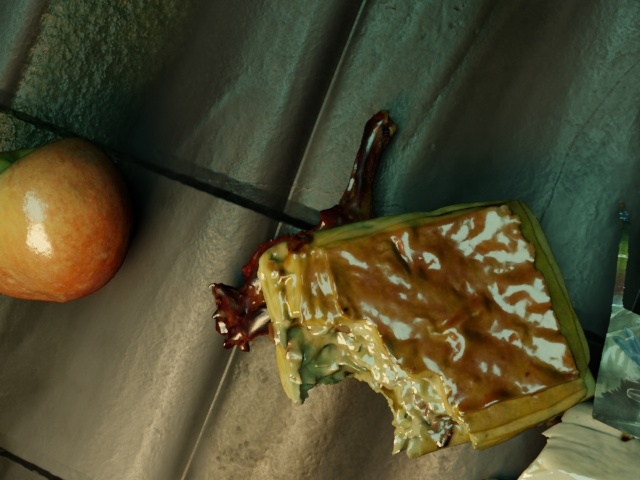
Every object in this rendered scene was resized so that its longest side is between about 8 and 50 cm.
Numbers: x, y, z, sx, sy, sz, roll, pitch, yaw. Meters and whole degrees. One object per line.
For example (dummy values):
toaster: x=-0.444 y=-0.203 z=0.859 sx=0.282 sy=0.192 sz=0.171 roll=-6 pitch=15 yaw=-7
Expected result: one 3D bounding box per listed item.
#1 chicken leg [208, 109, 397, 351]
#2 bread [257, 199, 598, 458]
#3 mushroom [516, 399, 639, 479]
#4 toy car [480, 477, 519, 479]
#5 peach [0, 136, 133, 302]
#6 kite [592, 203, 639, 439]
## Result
chicken leg: x=0.000 y=0.000 z=1.396 sx=0.158 sy=0.096 sz=0.407 roll=39 pitch=94 yaw=35
bread: x=0.126 y=0.120 z=1.263 sx=0.370 sy=0.191 sz=0.314 roll=-16 pitch=79 yaw=-4
mushroom: x=0.418 y=0.313 z=1.219 sx=0.329 sy=0.122 sz=0.159 roll=24 pitch=71 yaw=14
toy car: x=0.178 y=0.431 z=1.279 sx=0.306 sy=0.136 sz=0.125 roll=-39 pitch=97 yaw=10
peach: x=-0.394 y=-0.026 z=1.437 sx=0.253 sy=0.252 sz=0.252 roll=-2 pitch=84 yaw=16
kite: x=0.427 y=0.107 z=1.245 sx=0.169 sy=0.015 sz=0.309 roll=17 pitch=67 yaw=-11
